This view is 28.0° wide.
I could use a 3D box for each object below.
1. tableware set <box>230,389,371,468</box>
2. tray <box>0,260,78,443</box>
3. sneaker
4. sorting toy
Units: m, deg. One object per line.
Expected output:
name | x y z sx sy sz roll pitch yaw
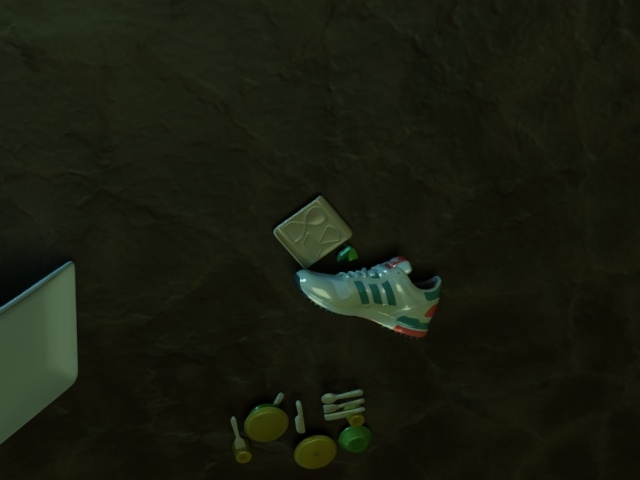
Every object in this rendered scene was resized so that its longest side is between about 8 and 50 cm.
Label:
tableware set | -0.022 0.207 1.390 0.154 0.024 0.104 -12 124 -7
tray | -0.313 0.131 1.175 0.030 0.270 0.145 16 121 22
sneaker | 0.051 0.043 1.298 0.161 0.057 0.075 20 101 -23
sorting toy | 0.000 0.000 1.282 0.062 0.012 0.083 -37 118 7
